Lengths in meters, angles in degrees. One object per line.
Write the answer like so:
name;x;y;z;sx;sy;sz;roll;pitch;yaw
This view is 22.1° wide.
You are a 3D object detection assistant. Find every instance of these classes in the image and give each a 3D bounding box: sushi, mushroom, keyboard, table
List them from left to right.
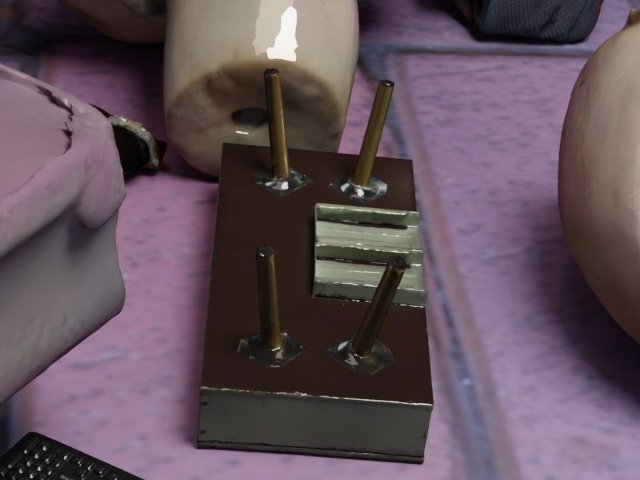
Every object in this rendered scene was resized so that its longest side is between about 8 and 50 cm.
sushi;-0.140;-0.062;1.058;0.083;0.044;0.046;20;15;17
keyboard;-0.093;0.135;0.791;0.155;0.010;0.053;20;38;20
mushroom;-0.060;-0.253;1.080;0.353;0.325;0.353;-5;38;4
table;0.000;0.000;0.914;0.121;0.111;0.240;5;34;-4
mushroom;0.210;0.005;0.949;0.236;0.173;0.162;33;-19;-24

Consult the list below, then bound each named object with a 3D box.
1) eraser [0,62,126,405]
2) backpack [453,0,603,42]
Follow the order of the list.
eraser;-0.273;0.011;0.659;0.272;0.122;0.359;20;30;19
backpack;0.161;-0.346;1.265;0.197;0.317;0.283;0;36;-16
